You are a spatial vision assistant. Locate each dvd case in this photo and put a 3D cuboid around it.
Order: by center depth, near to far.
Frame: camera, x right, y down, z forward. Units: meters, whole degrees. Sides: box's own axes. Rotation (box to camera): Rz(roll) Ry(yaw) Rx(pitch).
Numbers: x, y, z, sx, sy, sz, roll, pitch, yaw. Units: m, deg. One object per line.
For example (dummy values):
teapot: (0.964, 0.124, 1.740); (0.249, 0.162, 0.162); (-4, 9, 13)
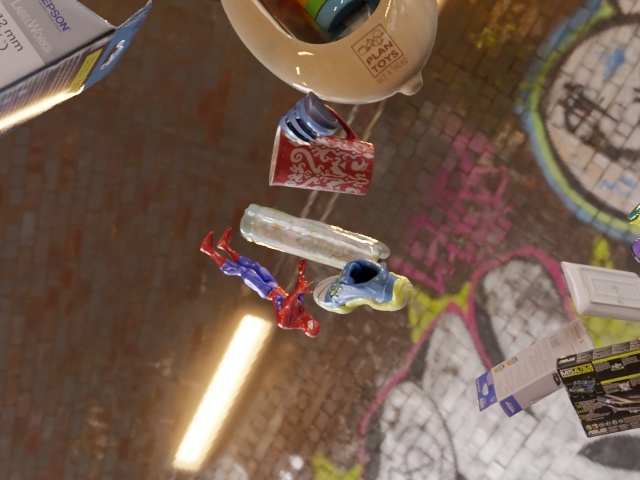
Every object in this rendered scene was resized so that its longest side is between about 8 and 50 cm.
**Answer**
dvd case: (0.631, 0.287, 1.651); (0.164, 0.221, 0.018); (60, -153, -84)

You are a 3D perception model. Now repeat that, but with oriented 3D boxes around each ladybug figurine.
ladybug figurine: (0.016, -0.388, 1.452); (0.305, 0.449, 0.162); (-37, -18, 8)

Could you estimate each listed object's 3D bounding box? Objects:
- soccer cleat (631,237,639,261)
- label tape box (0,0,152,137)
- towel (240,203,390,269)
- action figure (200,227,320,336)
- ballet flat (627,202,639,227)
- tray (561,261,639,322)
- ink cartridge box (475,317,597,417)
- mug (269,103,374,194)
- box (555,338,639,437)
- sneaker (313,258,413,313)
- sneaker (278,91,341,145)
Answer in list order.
soccer cleat: (0.956, 0.021, 2.314); (0.116, 0.318, 0.109); (84, -163, -54)
label tape box: (-0.424, -0.239, 1.257); (0.347, 0.115, 0.249); (-40, 7, -29)
towel: (0.000, 0.000, 2.168); (0.374, 0.320, 0.090); (2, -77, -81)
action figure: (-0.086, 0.057, 1.696); (0.091, 0.280, 0.139); (-17, -33, -57)
ballet flat: (0.567, -0.047, 1.522); (0.077, 0.077, 0.231); (-44, -13, 0)
tray: (0.709, 0.123, 2.227); (0.270, 0.145, 0.030); (9, -33, -31)
ink cartridge box: (0.528, 0.321, 2.238); (0.311, 0.065, 0.186); (-31, 12, 14)
mug: (0.006, -0.153, 1.589); (0.113, 0.169, 0.150); (-94, 16, -62)
box: (0.591, 0.296, 1.822); (0.190, 0.184, 0.045); (-19, 18, 26)
sneaker: (0.061, 0.078, 1.792); (0.126, 0.240, 0.091); (43, -126, -39)
sneaker: (-0.015, -0.136, 1.059); (0.059, 0.053, 0.144); (-39, 8, 4)
